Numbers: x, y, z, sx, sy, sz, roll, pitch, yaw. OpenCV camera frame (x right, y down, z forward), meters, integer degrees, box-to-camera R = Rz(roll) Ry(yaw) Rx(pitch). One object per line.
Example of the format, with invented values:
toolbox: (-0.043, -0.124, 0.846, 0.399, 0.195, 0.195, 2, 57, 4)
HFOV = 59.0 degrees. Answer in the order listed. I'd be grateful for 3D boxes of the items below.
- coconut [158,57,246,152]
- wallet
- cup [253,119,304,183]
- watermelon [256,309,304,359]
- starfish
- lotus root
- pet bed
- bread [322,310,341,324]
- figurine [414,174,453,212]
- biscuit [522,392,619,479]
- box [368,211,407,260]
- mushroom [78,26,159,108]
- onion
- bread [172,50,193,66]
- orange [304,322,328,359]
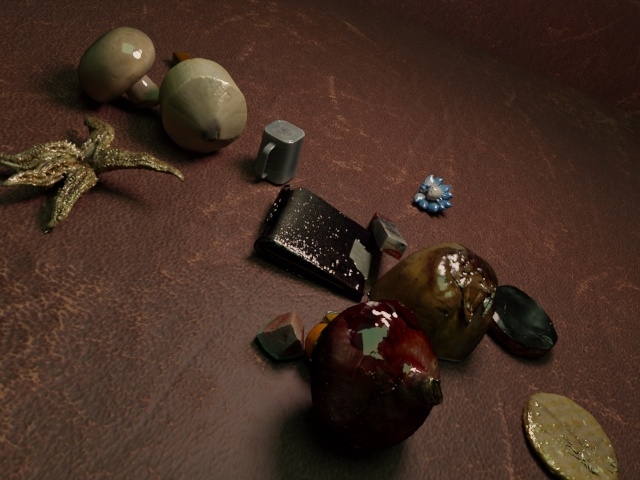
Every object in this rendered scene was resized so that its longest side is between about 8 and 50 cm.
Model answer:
coconut: (-0.282, -0.315, 1.353, 0.202, 0.202, 0.222, 2, 39, -29)
wallet: (0.000, 0.000, 1.267, 0.262, 0.071, 0.221, 30, 36, -9)
cup: (-0.111, -0.211, 1.394, 0.095, 0.129, 0.128, 31, 41, 15)
watermelon: (-0.068, 0.167, 1.030, 0.092, 0.072, 0.084, 10, 24, -15)
starfish: (-0.480, -0.131, 1.116, 0.301, 0.084, 0.293, 35, 42, 16)
lotus root: (0.259, 0.116, 1.205, 0.272, 0.192, 0.272, 20, 42, -19)
pet bed: (0.467, 0.189, 1.336, 0.201, 0.053, 0.201, 17, 38, -13)
bread: (0.061, 0.172, 1.113, 0.106, 0.053, 0.072, 7, 38, -17)
figurine: (0.324, -0.122, 1.585, 0.114, 0.079, 0.114, 2, 61, -4)
biscuit: (0.501, 0.399, 1.130, 0.220, 0.033, 0.219, 16, 38, -13)
box: (0.155, -0.014, 1.323, 0.055, 0.039, 0.218, 27, 14, -11)
mushroom: (-0.468, -0.402, 1.367, 0.204, 0.204, 0.204, 16, 39, -14)
onion: (0.106, 0.223, 0.925, 0.219, 0.252, 0.252, 2, 16, 44)
bread: (-0.341, -0.458, 1.600, 0.088, 0.049, 0.226, -8, 49, -37)
orange: (0.011, 0.192, 1.037, 0.084, 0.083, 0.083, 16, 39, -14)
